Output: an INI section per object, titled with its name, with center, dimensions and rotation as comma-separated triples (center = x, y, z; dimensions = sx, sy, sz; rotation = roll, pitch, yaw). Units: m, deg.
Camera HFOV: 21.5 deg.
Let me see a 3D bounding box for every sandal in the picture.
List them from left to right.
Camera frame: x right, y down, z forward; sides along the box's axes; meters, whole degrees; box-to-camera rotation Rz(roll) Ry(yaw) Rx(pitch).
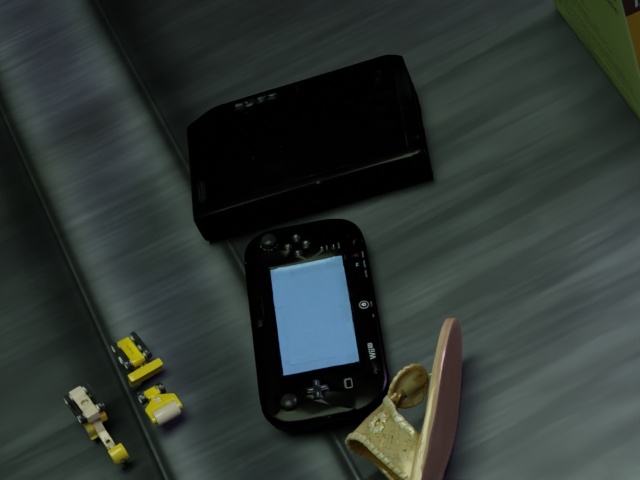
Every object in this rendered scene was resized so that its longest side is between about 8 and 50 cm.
[sandal]
center = 0.055, 0.162, 1.256
dimensions = 0.079, 0.088, 0.240
rotation = -1, 59, 14

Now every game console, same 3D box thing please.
[game console]
center = 0.000, 0.000, 1.432
dimensions = 0.213, 0.044, 0.361
rotation = -17, 51, 10

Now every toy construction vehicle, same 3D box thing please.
[toy construction vehicle]
center = -0.163, 0.134, 1.406
dimensions = 0.086, 0.035, 0.098
rotation = -32, 51, -18

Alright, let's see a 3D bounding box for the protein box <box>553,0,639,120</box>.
[protein box]
center = 0.276, -0.234, 1.394
dimensions = 0.136, 0.201, 0.200
rotation = -27, 49, 1
